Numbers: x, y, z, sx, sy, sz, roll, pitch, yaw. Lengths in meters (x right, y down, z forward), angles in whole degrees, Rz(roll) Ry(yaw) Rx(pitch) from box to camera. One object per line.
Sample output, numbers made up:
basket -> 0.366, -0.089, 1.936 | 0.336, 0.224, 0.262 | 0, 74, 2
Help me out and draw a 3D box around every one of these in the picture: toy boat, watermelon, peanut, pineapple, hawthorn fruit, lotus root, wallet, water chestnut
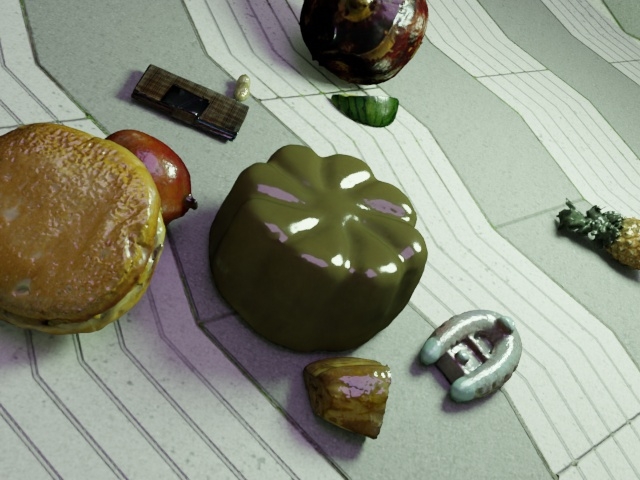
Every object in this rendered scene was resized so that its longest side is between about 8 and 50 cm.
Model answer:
toy boat -> 0.290, 0.196, 1.361 | 0.227, 0.085, 0.155 | -21, 61, -42
watermelon -> 0.124, -0.313, 1.813 | 0.181, 0.075, 0.092 | 1, 5, -31
peanut -> -0.175, -0.341, 1.666 | 0.037, 0.037, 0.083 | 14, 47, -18
pineapple -> 0.694, -0.020, 1.787 | 0.248, 0.128, 0.128 | 24, 41, 0
hawthorn fruit -> -0.295, -0.092, 1.245 | 0.188, 0.169, 0.169 | 22, 40, 9
lotus root -> 0.050, 0.233, 1.184 | 0.135, 0.095, 0.159 | 7, 40, -19
wallet -> -0.269, -0.290, 1.556 | 0.230, 0.042, 0.124 | 24, 39, -10
water chestnut -> 0.119, -0.545, 1.867 | 0.335, 0.335, 0.347 | 54, 17, 25

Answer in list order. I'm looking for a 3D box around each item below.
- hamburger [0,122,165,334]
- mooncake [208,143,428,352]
hamburger -> -0.384, -0.016, 1.071 | 0.314, 0.170, 0.290 | 22, 71, 1
mooncake -> 0.000, 0.000, 1.303 | 0.378, 0.201, 0.378 | 17, 42, -16
